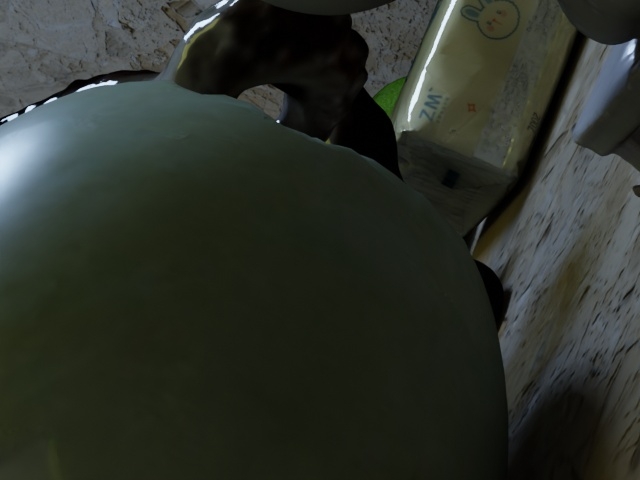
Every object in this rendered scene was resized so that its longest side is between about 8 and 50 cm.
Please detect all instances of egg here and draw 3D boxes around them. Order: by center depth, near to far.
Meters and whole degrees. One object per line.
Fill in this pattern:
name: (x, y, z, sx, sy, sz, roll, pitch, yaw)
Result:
egg: (-0.077, 0.111, 0.661, 0.278, 0.278, 0.336, 117, 175, -60)

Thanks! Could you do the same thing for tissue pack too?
tissue pack: (0.109, -0.118, 1.151, 0.148, 0.092, 0.196, 117, 177, -72)

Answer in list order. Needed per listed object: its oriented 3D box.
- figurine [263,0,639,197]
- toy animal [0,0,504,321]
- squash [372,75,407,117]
figurine: (0.040, -0.120, 0.606, 0.182, 0.257, 0.144, -97, 29, -83)
toy animal: (-0.025, 0.010, 0.981, 0.303, 0.344, 0.194, -42, 51, 23)
squash: (0.066, -0.052, 1.351, 0.395, 0.107, 0.107, -71, 5, -66)
